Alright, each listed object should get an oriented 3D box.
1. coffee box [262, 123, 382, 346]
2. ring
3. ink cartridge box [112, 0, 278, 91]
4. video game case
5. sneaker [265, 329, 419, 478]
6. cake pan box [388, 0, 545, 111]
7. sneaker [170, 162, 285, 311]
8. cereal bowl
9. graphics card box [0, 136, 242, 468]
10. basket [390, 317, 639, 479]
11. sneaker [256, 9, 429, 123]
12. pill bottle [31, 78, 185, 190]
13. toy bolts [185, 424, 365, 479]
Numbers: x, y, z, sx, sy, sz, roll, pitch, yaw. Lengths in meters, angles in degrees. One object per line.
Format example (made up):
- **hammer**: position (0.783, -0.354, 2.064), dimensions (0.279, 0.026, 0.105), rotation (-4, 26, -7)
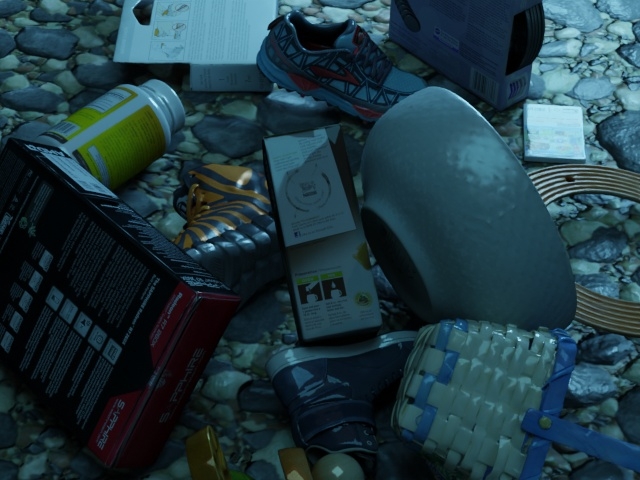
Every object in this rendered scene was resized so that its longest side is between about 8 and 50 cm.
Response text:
- **coffee box**: position (0.000, 0.000, 1.721), dimensions (0.098, 0.141, 0.246), rotation (-11, 80, -5)
- **ring**: position (0.383, 0.014, 1.855), dimensions (0.337, 0.032, 0.336), rotation (6, 41, -5)
- **ink cartridge box**: position (-0.187, -0.335, 2.231), dimensions (0.239, 0.060, 0.275), rotation (0, 44, 1)
- **video game case**: position (0.337, -0.155, 2.075), dimensions (0.087, 0.011, 0.122), rotation (4, 43, 3)
- **sneaker**: position (0.065, 0.193, 1.657), dimensions (0.226, 0.086, 0.163), rotation (-8, 52, -21)
- **cake pan box**: position (0.214, -0.352, 2.114), dimensions (0.070, 0.245, 0.267), rotation (-30, 50, -28)
- **sneaker**: position (-0.155, 0.005, 1.842), dimensions (0.180, 0.124, 0.321), rotation (32, 41, 34)
- **cereal bowl**: position (0.148, -0.004, 1.693), dimensions (0.141, 0.339, 0.339), rotation (-31, 50, -11)
- **graphics card box**: position (-0.281, 0.067, 1.682), dimensions (0.371, 0.233, 0.094), rotation (36, 15, 32)
- **basket**: position (0.225, 0.194, 1.528), dimensions (0.289, 0.255, 0.201), rotation (16, 84, 2)
- **sneaker**: position (0.043, -0.254, 2.074), dimensions (0.262, 0.125, 0.104), rotation (16, 45, -9)
- **pill bottle**: position (-0.290, -0.138, 1.978), dimensions (0.117, 0.117, 0.215), rotation (31, 51, 28)
- **toy bolts**: position (-0.025, 0.288, 1.466), dimensions (0.158, 0.218, 0.228), rotation (-18, 52, 0)
